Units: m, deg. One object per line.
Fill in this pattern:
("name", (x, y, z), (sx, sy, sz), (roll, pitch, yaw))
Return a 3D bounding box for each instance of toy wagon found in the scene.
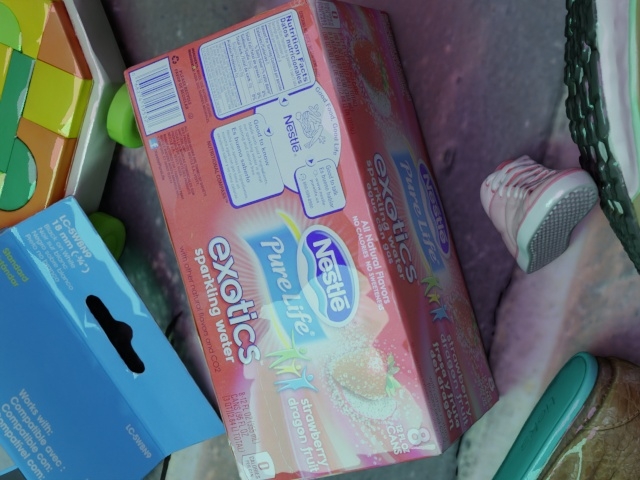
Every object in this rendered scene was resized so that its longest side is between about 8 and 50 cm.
("toy wagon", (-0.283, -0.061, 0.907), (0.267, 0.068, 0.344), (25, 106, 21))

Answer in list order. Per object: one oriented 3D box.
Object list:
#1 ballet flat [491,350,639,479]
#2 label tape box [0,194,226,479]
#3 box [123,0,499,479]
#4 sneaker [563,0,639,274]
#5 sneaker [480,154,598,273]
("ballet flat", (0.135, 0.230, 0.737), (0.124, 0.116, 0.342), (35, 107, -3))
("label tape box", (-0.284, 0.141, 0.875), (0.333, 0.106, 0.241), (-24, 106, 27))
("box", (0.000, 0.000, 0.739), (0.154, 0.142, 0.300), (-17, 89, 26))
("sneaker", (0.238, -0.170, 0.616), (0.182, 0.158, 0.411), (-1, 102, 8))
("sneaker", (0.135, -0.030, 0.687), (0.051, 0.134, 0.070), (-27, 72, -6))
